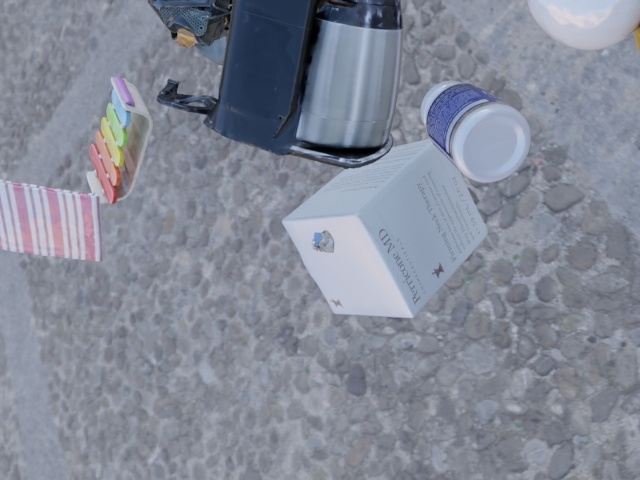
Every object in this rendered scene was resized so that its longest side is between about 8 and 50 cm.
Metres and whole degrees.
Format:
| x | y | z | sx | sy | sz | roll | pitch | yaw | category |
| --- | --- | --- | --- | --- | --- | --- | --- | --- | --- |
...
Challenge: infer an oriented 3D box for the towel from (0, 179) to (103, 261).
| x | y | z | sx | sy | sz | roll | pitch | yaw | category |
| --- | --- | --- | --- | --- | --- | --- | --- | --- | --- |
| -0.462 | -0.035 | 1.128 | 0.029 | 0.197 | 0.144 | -89 | 9 | -49 | towel |

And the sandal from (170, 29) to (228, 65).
| x | y | z | sx | sy | sz | roll | pitch | yaw | category |
| --- | --- | --- | --- | --- | --- | --- | --- | --- | --- |
| -0.212 | -0.342 | 1.040 | 0.219 | 0.060 | 0.090 | 43 | 145 | 8 | sandal |

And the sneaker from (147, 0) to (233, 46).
| x | y | z | sx | sy | sz | roll | pitch | yaw | category |
| --- | --- | --- | --- | --- | --- | --- | --- | --- | --- |
| -0.119 | -0.330 | 0.848 | 0.227 | 0.087 | 0.130 | -20 | 101 | 25 | sneaker |

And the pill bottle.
| x | y | z | sx | sy | sz | roll | pitch | yaw | category |
| --- | --- | --- | --- | --- | --- | --- | --- | --- | --- |
| 0.300 | -0.231 | 1.362 | 0.153 | 0.153 | 0.264 | -59 | 22 | 18 | pill bottle |

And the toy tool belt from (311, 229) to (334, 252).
| x | y | z | sx | sy | sz | roll | pitch | yaw | category |
| --- | --- | --- | --- | --- | --- | --- | --- | --- | --- |
| 0.000 | 0.000 | 1.559 | 0.083 | 0.051 | 0.052 | -120 | 29 | -64 | toy tool belt |

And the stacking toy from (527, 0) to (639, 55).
| x | y | z | sx | sy | sz | roll | pitch | yaw | category |
| --- | --- | --- | --- | --- | --- | --- | --- | --- | --- |
| 0.457 | -0.234 | 0.699 | 0.480 | 0.350 | 0.350 | 8 | 88 | 8 | stacking toy |

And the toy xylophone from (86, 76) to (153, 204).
| x | y | z | sx | sy | sz | roll | pitch | yaw | category |
| --- | --- | --- | --- | --- | --- | --- | --- | --- | --- |
| -0.495 | -0.250 | 1.634 | 0.236 | 0.081 | 0.322 | 52 | 131 | 38 | toy xylophone |

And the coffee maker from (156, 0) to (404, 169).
| x | y | z | sx | sy | sz | roll | pitch | yaw | category |
| --- | --- | --- | --- | --- | --- | --- | --- | --- | --- |
| -0.018 | -0.154 | 0.435 | 0.120 | 0.171 | 0.178 | -98 | 16 | -62 | coffee maker |

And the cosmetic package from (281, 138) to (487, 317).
| x | y | z | sx | sy | sz | roll | pitch | yaw | category |
| --- | --- | --- | --- | --- | --- | --- | --- | --- | --- |
| 0.183 | -0.034 | 1.861 | 0.327 | 0.394 | 0.329 | -4 | 122 | 51 | cosmetic package |
